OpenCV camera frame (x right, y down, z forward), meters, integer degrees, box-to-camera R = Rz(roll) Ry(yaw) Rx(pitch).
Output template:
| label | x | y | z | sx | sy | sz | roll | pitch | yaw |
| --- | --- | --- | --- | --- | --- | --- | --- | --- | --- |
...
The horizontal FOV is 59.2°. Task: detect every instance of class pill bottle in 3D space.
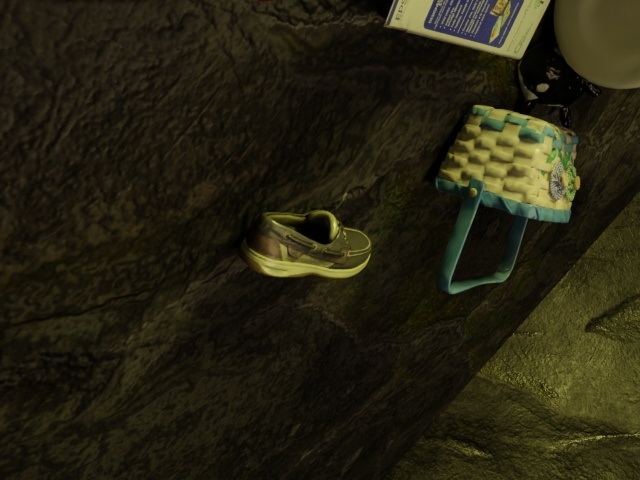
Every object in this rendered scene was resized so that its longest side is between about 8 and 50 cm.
| label | x | y | z | sx | sy | sz | roll | pitch | yaw |
| --- | --- | --- | --- | --- | --- | --- | --- | --- | --- |
| pill bottle | 0.569 | -0.386 | 0.909 | 0.392 | 0.224 | 0.224 | -24 | 140 | -37 |

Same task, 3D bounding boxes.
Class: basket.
| label | x | y | z | sx | sy | sz | roll | pitch | yaw |
| --- | --- | --- | --- | --- | --- | --- | --- | --- | --- |
| basket | 0.291 | -0.058 | 0.914 | 0.254 | 0.201 | 0.289 | -6 | 119 | -51 |

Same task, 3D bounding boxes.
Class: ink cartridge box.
| label | x | y | z | sx | sy | sz | roll | pitch | yaw |
| --- | --- | --- | --- | --- | --- | --- | --- | --- | --- |
| ink cartridge box | 0.174 | -0.305 | 0.627 | 0.332 | 0.065 | 0.166 | -12 | 133 | -49 |

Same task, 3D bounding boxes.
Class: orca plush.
| label | x | y | z | sx | sy | sz | roll | pitch | yaw |
| --- | --- | --- | --- | --- | --- | --- | --- | --- | --- |
| orca plush | 0.434 | -0.257 | 0.987 | 0.151 | 0.102 | 0.287 | -53 | 150 | 5 |

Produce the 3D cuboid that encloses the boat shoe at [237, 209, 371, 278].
| label | x | y | z | sx | sy | sz | roll | pitch | yaw |
| --- | --- | --- | --- | --- | --- | --- | --- | --- | --- |
| boat shoe | -0.001 | -0.001 | 0.710 | 0.223 | 0.080 | 0.074 | -1 | 130 | -47 |
